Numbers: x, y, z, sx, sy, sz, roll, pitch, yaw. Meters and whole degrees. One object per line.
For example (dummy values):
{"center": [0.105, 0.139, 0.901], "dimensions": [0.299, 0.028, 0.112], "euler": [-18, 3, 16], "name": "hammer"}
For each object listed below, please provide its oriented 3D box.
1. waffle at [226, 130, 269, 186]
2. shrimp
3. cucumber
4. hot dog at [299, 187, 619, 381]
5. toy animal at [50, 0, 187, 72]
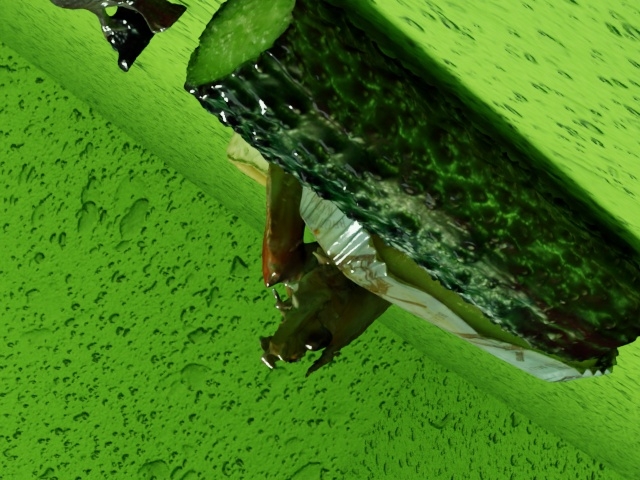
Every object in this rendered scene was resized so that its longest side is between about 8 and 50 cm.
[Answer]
{"center": [0.037, -0.027, 1.694], "dimensions": [0.168, 0.057, 0.274], "euler": [37, 176, -36], "name": "waffle"}
{"center": [0.000, 0.000, 1.408], "dimensions": [0.152, 0.063, 0.287], "euler": [54, -150, -6], "name": "shrimp"}
{"center": [0.077, -0.021, 1.110], "dimensions": [0.359, 0.096, 0.096], "euler": [38, 175, -31], "name": "cucumber"}
{"center": [0.102, 0.014, 1.368], "dimensions": [0.270, 0.082, 0.163], "euler": [29, -160, -27], "name": "hot dog"}
{"center": [-0.188, -0.208, 1.496], "dimensions": [0.202, 0.070, 0.105], "euler": [37, 164, 12], "name": "toy animal"}
